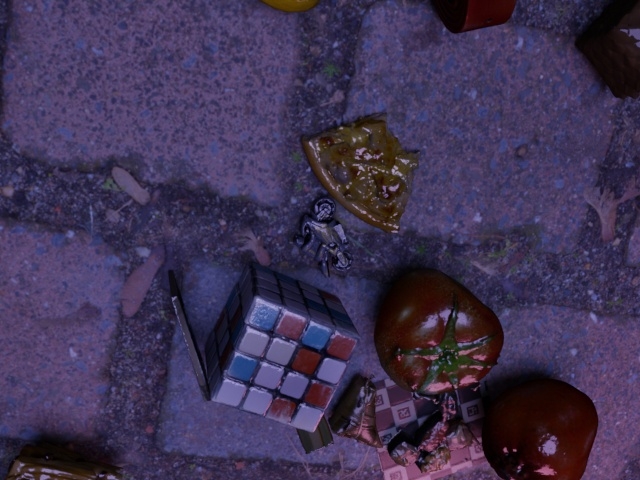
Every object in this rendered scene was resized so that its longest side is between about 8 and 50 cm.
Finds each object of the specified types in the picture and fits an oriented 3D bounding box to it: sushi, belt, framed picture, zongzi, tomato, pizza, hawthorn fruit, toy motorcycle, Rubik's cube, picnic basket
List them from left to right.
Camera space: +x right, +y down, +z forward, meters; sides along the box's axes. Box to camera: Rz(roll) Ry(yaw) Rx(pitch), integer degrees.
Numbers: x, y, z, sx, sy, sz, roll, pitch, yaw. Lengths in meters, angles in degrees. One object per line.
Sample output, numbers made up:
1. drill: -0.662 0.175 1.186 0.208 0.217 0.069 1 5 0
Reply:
1. framed picture: -0.297 0.209 1.413 0.023 0.189 0.259 -18 108 -11
2. Rubik's cube: -0.093 0.232 1.424 0.256 0.259 0.253 23 98 -17
3. toy motorcycle: 0.000 0.000 1.482 0.124 0.061 0.193 -20 109 -2
4. pizza: 0.118 -0.166 1.449 0.223 0.089 0.323 -44 110 6
5. zongzi: 0.135 0.435 1.623 0.178 0.081 0.189 29 98 -22
6. tomato: 0.274 0.212 1.506 0.304 0.239 0.303 -2 116 -3
7. sushi: 0.311 0.502 1.686 0.343 0.064 0.359 -16 107 -7
8. belt: 0.294 -0.590 1.291 0.115 0.227 0.323 -12 88 -8
9. hawthorn fruit: 0.566 0.495 1.629 0.311 0.295 0.295 -44 109 -2
10. picnic basket: 0.789 -0.438 1.415 0.321 0.254 0.291 44 95 -5

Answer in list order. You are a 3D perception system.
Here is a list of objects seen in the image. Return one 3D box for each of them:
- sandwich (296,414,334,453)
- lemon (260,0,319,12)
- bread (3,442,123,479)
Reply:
1. sandwich: -0.032 0.421 1.540 0.079 0.163 0.113 -19 107 -6
2. lemon: -0.069 -0.544 1.253 0.193 0.180 0.180 18 102 -38
3. bread: -0.593 0.635 1.478 0.370 0.191 0.314 29 93 -30
